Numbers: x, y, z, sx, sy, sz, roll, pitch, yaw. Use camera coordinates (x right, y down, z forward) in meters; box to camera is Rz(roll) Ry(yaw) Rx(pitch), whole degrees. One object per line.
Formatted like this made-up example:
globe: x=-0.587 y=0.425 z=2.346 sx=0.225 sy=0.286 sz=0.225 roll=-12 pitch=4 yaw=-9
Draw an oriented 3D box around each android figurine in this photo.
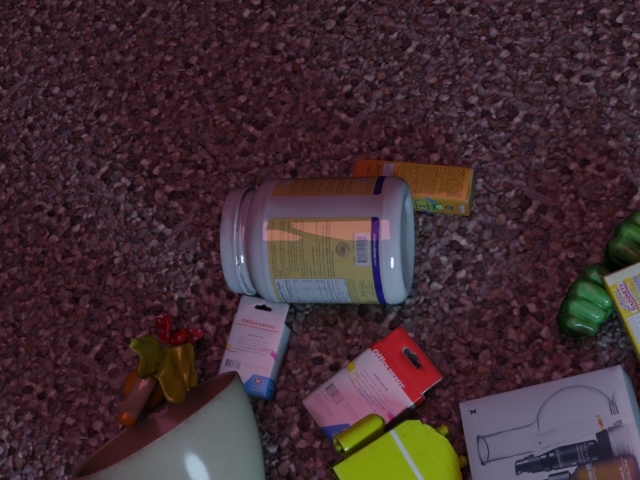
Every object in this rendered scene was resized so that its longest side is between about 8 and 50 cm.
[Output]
android figurine: x=0.128 y=0.416 z=1.606 sx=0.273 sy=0.056 sz=0.248 roll=-30 pitch=81 yaw=-19

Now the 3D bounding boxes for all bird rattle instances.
bird rattle: x=-0.319 y=0.242 z=1.745 sx=0.143 sy=0.253 sz=0.207 roll=31 pitch=89 yaw=-13

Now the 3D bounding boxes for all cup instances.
cup: x=-0.226 y=0.415 z=1.636 sx=0.331 sy=0.331 sz=0.237 roll=-31 pitch=93 yaw=-1

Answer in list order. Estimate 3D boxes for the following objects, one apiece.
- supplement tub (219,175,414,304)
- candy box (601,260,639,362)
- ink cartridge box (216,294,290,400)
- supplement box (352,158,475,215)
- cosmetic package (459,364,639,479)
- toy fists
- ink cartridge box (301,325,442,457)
supplement tub: x=0.000 y=0.000 z=1.756 sx=0.331 sy=0.241 sz=0.241 roll=0 pitch=70 yaw=13
candy box: x=0.566 y=0.136 z=1.583 sx=0.105 sy=0.027 sz=0.206 roll=-22 pitch=82 yaw=-1
ink cartridge box: x=-0.123 y=0.206 z=1.802 sx=0.104 sy=0.061 sz=0.181 roll=11 pitch=73 yaw=15
supplement box: x=0.183 y=-0.105 z=1.847 sx=0.233 sy=0.078 sz=0.080 roll=4 pitch=71 yaw=14
cosmetic package: x=0.401 y=0.420 z=1.525 sx=0.284 sy=0.097 sz=0.377 roll=-19 pitch=60 yaw=22
toy fists: x=0.525 y=0.061 z=1.677 sx=0.096 sy=0.142 sz=0.279 roll=38 pitch=82 yaw=22
ink cartridge box: x=0.099 y=0.281 z=1.719 sx=0.231 sy=0.078 sz=0.134 roll=-37 pitch=68 yaw=-3
